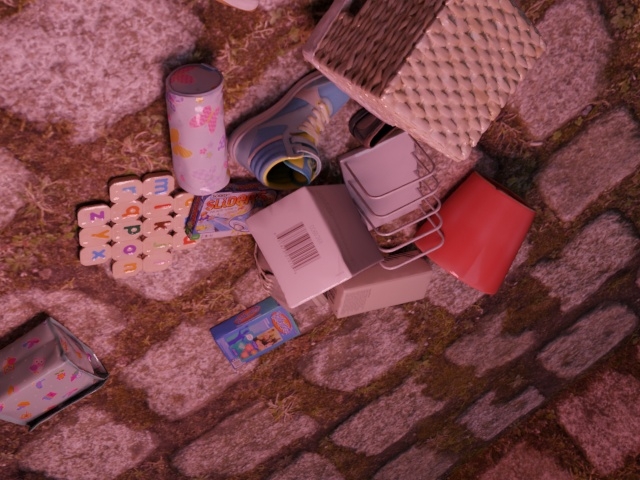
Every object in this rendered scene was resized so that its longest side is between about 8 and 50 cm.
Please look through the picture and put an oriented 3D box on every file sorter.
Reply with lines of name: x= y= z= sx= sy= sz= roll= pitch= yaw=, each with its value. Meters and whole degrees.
file sorter: x=0.183 y=-0.096 z=2.046 sx=0.193 sy=0.173 sz=0.278 roll=-25 pitch=139 yaw=-8

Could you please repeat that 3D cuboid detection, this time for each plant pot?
plant pot: x=0.418 y=-0.032 z=2.210 sx=0.275 sy=0.275 sz=0.243 roll=19 pitch=109 yaw=-42

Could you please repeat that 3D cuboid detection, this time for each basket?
basket: x=0.208 y=-0.385 z=1.656 sx=0.331 sy=0.266 sz=0.328 roll=29 pitch=99 yaw=-46

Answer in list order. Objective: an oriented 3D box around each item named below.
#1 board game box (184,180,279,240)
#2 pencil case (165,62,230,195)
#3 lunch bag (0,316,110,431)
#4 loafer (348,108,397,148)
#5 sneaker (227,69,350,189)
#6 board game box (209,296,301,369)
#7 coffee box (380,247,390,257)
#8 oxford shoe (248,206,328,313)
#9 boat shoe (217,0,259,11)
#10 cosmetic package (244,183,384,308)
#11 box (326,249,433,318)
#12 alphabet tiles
board game box: x=-0.200 y=-0.071 z=1.921 sx=0.201 sy=0.035 sz=0.136 roll=-8 pitch=135 yaw=-37
pencil case: x=-0.243 y=-0.221 z=1.705 sx=0.124 sy=0.113 sz=0.273 roll=-33 pitch=145 yaw=-29
lunch bag: x=-0.643 y=0.330 z=1.983 sx=0.223 sy=0.160 sz=0.262 roll=-32 pitch=151 yaw=-4
loafer: x=0.193 y=-0.301 z=1.912 sx=0.267 sy=0.084 sz=0.096 roll=-36 pitch=139 yaw=5
sneaker: x=-0.021 y=-0.220 z=1.760 sx=0.319 sy=0.208 sz=0.127 roll=-38 pitch=138 yaw=-3
board game box: x=-0.173 y=0.245 z=2.266 sx=0.210 sy=0.047 sz=0.160 roll=-27 pitch=139 yaw=-4
coffee box: x=0.108 y=0.098 z=2.295 sx=0.113 sy=0.040 sz=0.184 roll=-1 pitch=132 yaw=-31
oxford shoe: x=-0.096 y=0.066 z=2.024 sx=0.130 sy=0.169 sz=0.449 roll=-21 pitch=152 yaw=5
boat shoe: x=-0.210 y=-0.487 z=1.476 sx=0.277 sy=0.098 sz=0.096 roll=2 pitch=130 yaw=-45
cosmetic package: x=0.000 y=0.000 z=1.851 sx=0.156 sy=0.217 sz=0.385 roll=-28 pitch=175 yaw=13
box: x=0.153 y=0.114 z=2.234 sx=0.275 sy=0.094 sz=0.113 roll=-10 pitch=136 yaw=-26
alphabet tiles: x=-0.398 y=-0.031 z=1.870 sx=0.278 sy=0.021 sz=0.284 roll=-11 pitch=135 yaw=-22
